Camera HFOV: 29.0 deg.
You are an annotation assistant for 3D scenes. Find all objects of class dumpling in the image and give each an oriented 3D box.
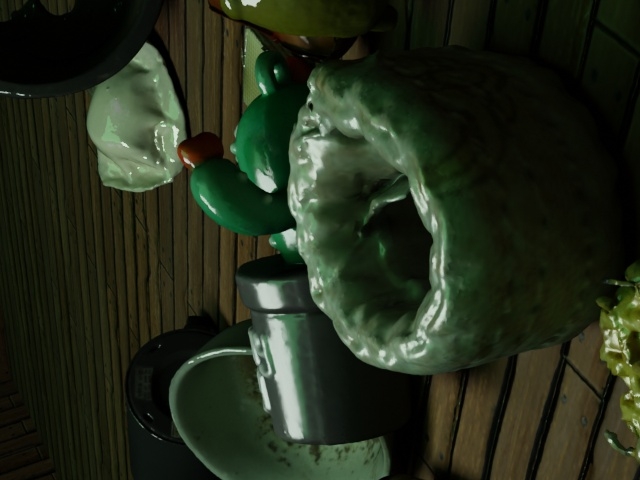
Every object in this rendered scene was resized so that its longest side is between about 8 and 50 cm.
[{"bbox_3d":[-0.277,-0.189,1.949,0.179,0.131,0.252,26,109,35],"label":"dumpling"}]

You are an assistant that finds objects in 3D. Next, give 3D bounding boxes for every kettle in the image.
[{"bbox_3d":[-0.235,0.282,2.047,0.262,0.203,0.308,59,156,26],"label":"kettle"}]

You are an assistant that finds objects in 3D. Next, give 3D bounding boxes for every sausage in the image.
[{"bbox_3d":[-0.045,-0.277,1.375,0.330,0.102,0.102,38,139,54],"label":"sausage"}]

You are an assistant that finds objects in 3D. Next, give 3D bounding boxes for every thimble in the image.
[{"bbox_3d":[0.109,-0.032,1.076,0.291,0.195,0.291,36,132,54],"label":"thimble"}]

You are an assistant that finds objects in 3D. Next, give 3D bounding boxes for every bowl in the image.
[{"bbox_3d":[-0.028,0.191,1.531,0.289,0.146,0.289,14,134,15],"label":"bowl"}]

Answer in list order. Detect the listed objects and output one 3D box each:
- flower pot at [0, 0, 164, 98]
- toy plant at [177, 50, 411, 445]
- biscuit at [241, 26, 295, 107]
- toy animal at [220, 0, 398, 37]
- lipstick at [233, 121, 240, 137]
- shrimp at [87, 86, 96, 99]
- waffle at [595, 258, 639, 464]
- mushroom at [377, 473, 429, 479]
[{"bbox_3d":[-0.403,-0.386,1.875,0.251,0.380,0.379,159,95,-87],"label":"flower pot"},{"bbox_3d":[-0.011,0.003,1.276,0.185,0.280,0.400,2,102,54],"label":"toy plant"},{"bbox_3d":[-0.040,-0.170,1.507,0.199,0.041,0.121,54,152,40],"label":"biscuit"},{"bbox_3d":[0.034,-0.349,1.092,0.181,0.180,0.363,51,126,29],"label":"toy animal"},{"bbox_3d":[-0.068,-0.107,1.609,0.130,0.038,0.038,54,150,38],"label":"lipstick"},{"bbox_3d":[-0.357,-0.274,2.107,0.178,0.075,0.289,52,149,25],"label":"shrimp"},{"bbox_3d":[0.311,0.118,0.901,0.280,0.060,0.262,56,148,31],"label":"waffle"},{"bbox_3d":[0.161,0.345,1.326,0.333,0.107,0.087,35,109,56],"label":"mushroom"}]
